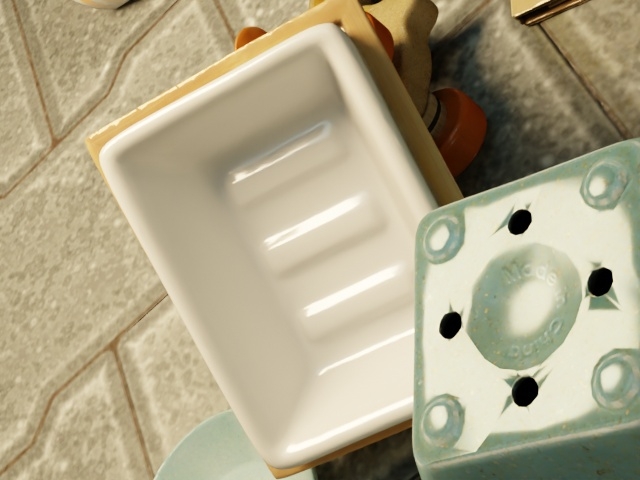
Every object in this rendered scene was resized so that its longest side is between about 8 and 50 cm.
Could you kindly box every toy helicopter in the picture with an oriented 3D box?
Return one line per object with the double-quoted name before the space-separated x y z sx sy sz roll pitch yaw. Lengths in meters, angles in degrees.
"toy helicopter" 0.005 -0.158 1.159 0.235 0.140 0.355 -35 36 32

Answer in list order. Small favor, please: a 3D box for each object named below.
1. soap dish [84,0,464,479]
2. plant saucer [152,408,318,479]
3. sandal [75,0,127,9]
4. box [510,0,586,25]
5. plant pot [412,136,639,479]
"soap dish" 0.000 0.000 0.946 0.229 0.291 0.118 -26 7 20
"plant saucer" -0.066 0.229 1.042 0.195 0.037 0.195 -22 53 32
"sandal" -0.259 -0.294 1.482 0.265 0.102 0.076 0 68 52
"box" 0.226 -0.288 1.083 0.164 0.021 0.201 -21 53 33
"plant pot" 0.183 0.071 0.729 0.248 0.252 0.247 -20 56 39
